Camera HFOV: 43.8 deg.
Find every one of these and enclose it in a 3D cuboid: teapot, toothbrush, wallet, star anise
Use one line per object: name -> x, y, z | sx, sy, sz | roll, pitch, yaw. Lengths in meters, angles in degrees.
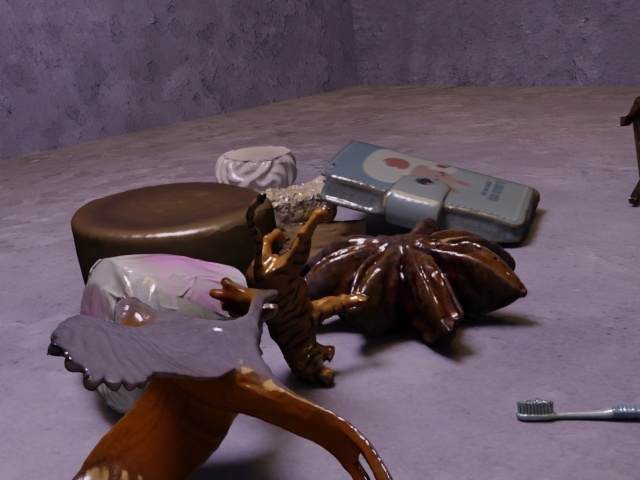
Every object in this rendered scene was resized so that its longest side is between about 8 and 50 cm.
teapot -> -0.167, 0.112, 0.886 | 0.178, 0.221, 0.163 | -5, 53, -33
toothbrush -> 0.294, 0.156, 0.740 | 0.219, 0.019, 0.016 | -2, 12, 11
wallet -> 0.187, -0.080, 1.370 | 0.360, 0.083, 0.252 | 15, 26, 14
star anise -> 0.107, 0.045, 1.031 | 0.315, 0.108, 0.315 | -8, 15, 2

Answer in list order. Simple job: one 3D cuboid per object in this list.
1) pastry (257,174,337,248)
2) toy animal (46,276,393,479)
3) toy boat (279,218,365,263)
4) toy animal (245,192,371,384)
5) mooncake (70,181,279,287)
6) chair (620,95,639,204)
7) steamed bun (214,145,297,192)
pastry -> -0.062, -0.041, 1.382 | 0.258, 0.121, 0.089 | -12, 44, -45
toy animal -> -0.059, 0.120, 0.663 | 0.284, 0.225, 0.302 | 11, 31, 1
toy boat -> 0.000, 0.000, 1.210 | 0.116, 0.061, 0.188 | 0, 3, 21
toy animal -> -0.042, 0.036, 0.823 | 0.114, 0.255, 0.116 | 21, 63, 33
mooncake -> -0.199, 0.018, 1.132 | 0.284, 0.156, 0.284 | -3, 16, 1
chair -> 0.667, -0.183, 1.470 | 0.160, 0.186, 0.319 | -1, 19, 35
steamed bun -> -0.138, -0.141, 1.733 | 0.182, 0.106, 0.183 | -4, 20, 1
